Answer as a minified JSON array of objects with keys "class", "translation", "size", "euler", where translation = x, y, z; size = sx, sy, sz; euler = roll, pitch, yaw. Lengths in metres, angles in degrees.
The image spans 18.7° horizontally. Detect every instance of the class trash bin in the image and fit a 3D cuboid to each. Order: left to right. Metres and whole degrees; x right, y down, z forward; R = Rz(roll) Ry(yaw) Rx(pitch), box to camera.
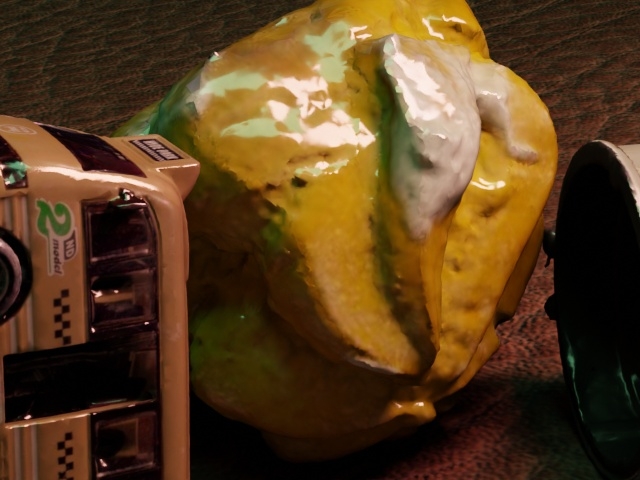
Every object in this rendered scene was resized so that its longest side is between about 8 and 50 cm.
[{"class":"trash bin","translation":[0.303,0.035,1.243],"size":[0.263,0.217,0.277],"euler":[-5,15,-10]}]

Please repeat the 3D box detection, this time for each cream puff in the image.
[{"class":"cream puff","translation":[0.000,0.000,1.300],"size":[0.378,0.275,0.378],"euler":[-35,4,3]}]

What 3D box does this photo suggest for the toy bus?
[{"class":"toy bus","translation":[-0.149,0.076,1.064],"size":[0.157,0.289,0.139],"euler":[-8,18,-24]}]
